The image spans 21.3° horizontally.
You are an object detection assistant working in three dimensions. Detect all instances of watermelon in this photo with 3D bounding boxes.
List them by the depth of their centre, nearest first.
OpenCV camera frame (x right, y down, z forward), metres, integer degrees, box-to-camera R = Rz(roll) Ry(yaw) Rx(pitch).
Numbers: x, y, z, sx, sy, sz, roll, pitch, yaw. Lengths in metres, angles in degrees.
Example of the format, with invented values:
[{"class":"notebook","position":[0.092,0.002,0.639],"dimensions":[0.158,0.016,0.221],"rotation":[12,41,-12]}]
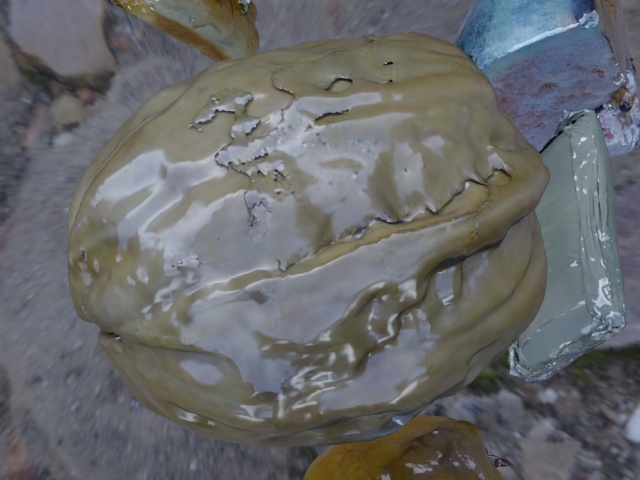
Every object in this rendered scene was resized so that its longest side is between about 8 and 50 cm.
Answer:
[{"class":"watermelon","position":[0.190,-0.166,1.556],"dimensions":[0.188,0.322,0.175],"rotation":[-12,61,10]}]

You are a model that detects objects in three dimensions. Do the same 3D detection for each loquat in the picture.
[{"class":"loquat","position":[0.053,0.167,1.046],"dimensions":[0.137,0.137,0.113],"rotation":[-35,100,-2]}]

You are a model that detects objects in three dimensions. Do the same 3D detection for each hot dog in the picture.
[{"class":"hot dog","position":[-0.119,-0.204,1.404],"dimensions":[0.109,0.269,0.072],"rotation":[34,97,22]}]

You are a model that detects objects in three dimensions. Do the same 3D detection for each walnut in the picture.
[{"class":"walnut","position":[0.000,0.000,0.809],"dimensions":[0.245,0.198,0.198],"rotation":[-24,94,-26]}]

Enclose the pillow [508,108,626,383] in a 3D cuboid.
[{"class":"pillow","position":[0.182,0.008,1.288],"dimensions":[0.053,0.119,0.208],"rotation":[21,52,-29]}]
